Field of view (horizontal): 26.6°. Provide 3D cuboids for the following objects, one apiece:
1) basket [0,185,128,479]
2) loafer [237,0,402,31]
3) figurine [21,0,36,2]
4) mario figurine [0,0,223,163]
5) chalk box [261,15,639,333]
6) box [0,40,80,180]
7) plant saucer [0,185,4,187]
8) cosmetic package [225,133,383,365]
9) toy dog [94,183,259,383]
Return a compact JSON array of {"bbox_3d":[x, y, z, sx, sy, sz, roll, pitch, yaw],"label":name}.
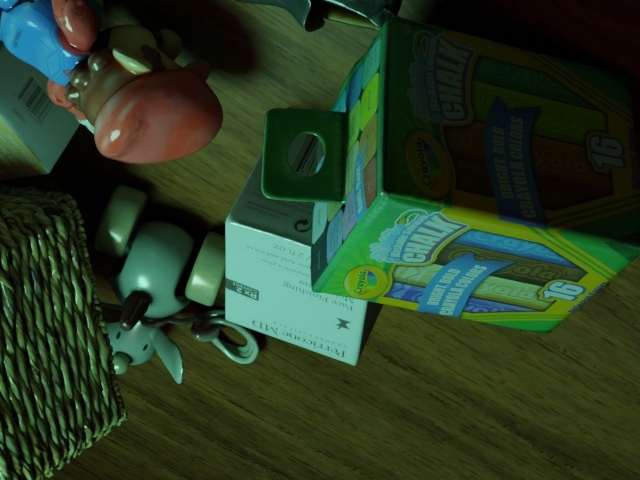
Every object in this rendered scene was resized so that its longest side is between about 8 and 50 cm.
[{"bbox_3d":[-0.376,0.110,1.452,0.214,0.223,0.299,7,118,34],"label":"basket"},{"bbox_3d":[-0.009,-0.208,1.148,0.170,0.061,0.062,4,167,30],"label":"loafer"},{"bbox_3d":[-0.273,-0.335,1.093,0.209,0.092,0.215,33,122,-4],"label":"figurine"},{"bbox_3d":[-0.222,-0.203,1.284,0.320,0.170,0.198,37,-179,-1],"label":"mario figurine"},{"bbox_3d":[0.096,-0.055,1.131,0.289,0.180,0.179,11,149,-16],"label":"chalk box"},{"bbox_3d":[-0.365,-0.137,1.447,0.171,0.091,0.130,-6,136,36],"label":"box"},{"bbox_3d":[-0.399,0.041,1.642,0.188,0.045,0.188,-13,100,57],"label":"plant saucer"},{"bbox_3d":[0.000,0.000,1.355,0.151,0.151,0.183,19,146,10],"label":"cosmetic package"},{"bbox_3d":[-0.209,0.089,1.595,0.220,0.161,0.333,14,145,15],"label":"toy dog"}]
